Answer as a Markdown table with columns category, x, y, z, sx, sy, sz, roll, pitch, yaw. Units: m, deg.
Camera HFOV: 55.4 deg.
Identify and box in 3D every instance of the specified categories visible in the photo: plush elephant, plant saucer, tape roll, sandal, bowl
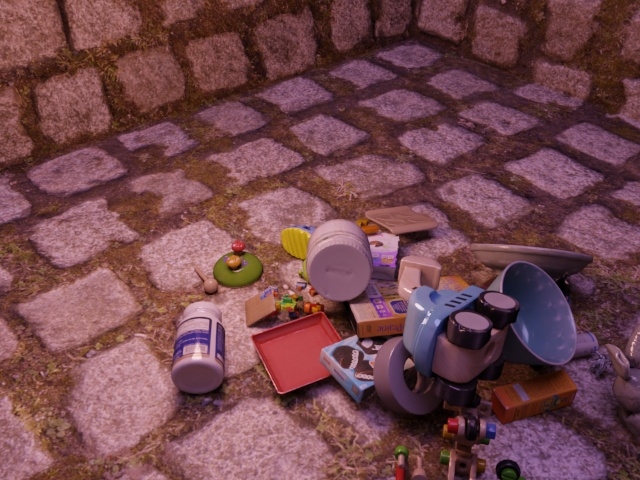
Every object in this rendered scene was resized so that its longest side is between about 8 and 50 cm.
| category | x | y | z | sx | sy | sz | roll | pitch | yaw |
| --- | --- | --- | --- | --- | --- | --- | --- | --- | --- |
| plush elephant | 0.905 | 0.376 | 1.669 | 0.330 | 0.272 | 0.255 | -16 | 15 | 29 |
| plant saucer | 0.706 | 0.083 | 2.071 | 0.400 | 0.101 | 0.400 | 6 | -3 | 0 |
| tape roll | 0.255 | 0.379 | 1.720 | 0.219 | 0.219 | 0.072 | -35 | 7 | -36 |
| sandal | 0.000 | 0.000 | 2.285 | 0.317 | 0.126 | 0.138 | 8 | 24 | 25 |
| bowl | 0.573 | 0.232 | 1.760 | 0.311 | 0.163 | 0.312 | 18 | 54 | -27 |
| plant saucer | -0.055 | 0.354 | 1.893 | 0.259 | 0.048 | 0.258 | -16 | 40 | -19 |

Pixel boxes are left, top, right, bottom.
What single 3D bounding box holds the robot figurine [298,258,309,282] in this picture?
| category | x | y | z | sx | sy | sz | roll | pitch | yaw |
| --- | --- | --- | --- | --- | --- | --- | --- | --- | --- |
| robot figurine | -0.030 | 0.107 | 2.194 | 0.101 | 0.067 | 0.115 | -4 | 38 | -2 |

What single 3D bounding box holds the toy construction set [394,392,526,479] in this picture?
| category | x | y | z | sx | sy | sz | roll | pitch | yaw |
| --- | --- | --- | --- | --- | --- | --- | --- | --- | --- |
| toy construction set | 0.337 | 0.521 | 1.576 | 0.308 | 0.257 | 0.237 | -18 | 16 | 15 |

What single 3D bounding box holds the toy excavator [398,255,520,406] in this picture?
| category | x | y | z | sx | sy | sz | roll | pitch | yaw |
| --- | --- | --- | --- | --- | --- | --- | --- | --- | --- |
| toy excavator | 0.321 | 0.190 | 1.689 | 0.445 | 0.222 | 0.433 | 25 | 31 | 35 |

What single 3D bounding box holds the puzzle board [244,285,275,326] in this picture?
| category | x | y | z | sx | sy | sz | roll | pitch | yaw |
| --- | --- | --- | --- | --- | --- | --- | --- | --- | --- |
| puzzle board | -0.201 | 0.220 | 2.022 | 0.128 | 0.011 | 0.096 | -31 | 49 | 27 |

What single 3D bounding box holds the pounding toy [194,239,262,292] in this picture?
| category | x | y | z | sx | sy | sz | roll | pitch | yaw |
| --- | --- | --- | --- | --- | --- | --- | --- | --- | --- |
| pounding toy | -0.329 | 0.080 | 2.204 | 0.237 | 0.110 | 0.183 | -17 | 40 | -20 |

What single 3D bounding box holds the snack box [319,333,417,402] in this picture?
| category | x | y | z | sx | sy | sz | roll | pitch | yaw |
| --- | --- | --- | --- | --- | --- | --- | --- | --- | --- |
| snack box | 0.179 | 0.351 | 1.826 | 0.322 | 0.060 | 0.187 | -15 | 41 | -36 |

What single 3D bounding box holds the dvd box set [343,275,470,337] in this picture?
| category | x | y | z | sx | sy | sz | roll | pitch | yaw |
| --- | --- | --- | --- | --- | --- | --- | --- | --- | --- |
| dvd box set | 0.297 | 0.207 | 1.978 | 0.420 | 0.062 | 0.307 | -5 | 17 | -7 |

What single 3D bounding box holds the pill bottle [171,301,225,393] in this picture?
| category | x | y | z | sx | sy | sz | roll | pitch | yaw |
| --- | --- | --- | --- | --- | --- | --- | --- | --- | --- |
| pill bottle | -0.368 | 0.320 | 1.861 | 0.153 | 0.153 | 0.265 | -4 | 38 | -3 |

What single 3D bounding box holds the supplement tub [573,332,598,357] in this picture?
| category | x | y | z | sx | sy | sz | roll | pitch | yaw |
| --- | --- | --- | --- | --- | --- | --- | --- | --- | --- |
| supplement tub | 0.793 | 0.325 | 1.883 | 0.107 | 0.071 | 0.071 | -6 | 38 | -6 |

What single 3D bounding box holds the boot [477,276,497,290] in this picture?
| category | x | y | z | sx | sy | sz | roll | pitch | yaw |
| --- | --- | --- | --- | --- | --- | --- | --- | --- | --- |
| boot | 0.672 | 0.172 | 2.067 | 0.248 | 0.090 | 0.207 | -29 | 46 | -28 |

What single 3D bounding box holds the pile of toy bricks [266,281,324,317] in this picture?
| category | x | y | z | sx | sy | sz | roll | pitch | yaw |
| --- | --- | --- | --- | --- | --- | --- | --- | --- | --- |
| pile of toy bricks | -0.099 | 0.208 | 2.013 | 0.212 | 0.118 | 0.105 | 3 | 19 | 12 |

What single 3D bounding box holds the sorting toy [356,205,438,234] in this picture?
| category | x | y | z | sx | sy | sz | roll | pitch | yaw |
| --- | --- | --- | --- | --- | --- | --- | --- | --- | --- |
| sorting toy | 0.273 | -0.069 | 2.383 | 0.307 | 0.041 | 0.229 | -8 | 24 | -22 |

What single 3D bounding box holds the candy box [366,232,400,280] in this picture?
| category | x | y | z | sx | sy | sz | roll | pitch | yaw |
| --- | --- | --- | --- | --- | --- | --- | --- | --- | --- |
| candy box | 0.205 | 0.053 | 2.253 | 0.164 | 0.070 | 0.196 | 6 | 39 | 10 |

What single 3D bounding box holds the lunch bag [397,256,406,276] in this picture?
| category | x | y | z | sx | sy | sz | roll | pitch | yaw |
| --- | --- | --- | --- | --- | --- | --- | --- | --- | --- |
| lunch bag | 0.321 | 0.109 | 2.176 | 0.098 | 0.065 | 0.067 | 24 | 40 | 4 |

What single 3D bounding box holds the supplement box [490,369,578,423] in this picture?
| category | x | y | z | sx | sy | sz | roll | pitch | yaw |
| --- | --- | --- | --- | --- | --- | --- | --- | --- | --- |
| supplement box | 0.606 | 0.443 | 1.732 | 0.233 | 0.078 | 0.080 | -13 | 39 | -14 |

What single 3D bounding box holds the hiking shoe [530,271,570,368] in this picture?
| category | x | y | z | sx | sy | sz | roll | pitch | yaw |
| --- | --- | --- | --- | --- | --- | --- | --- | --- | --- |
| hiking shoe | 0.692 | 0.243 | 1.882 | 0.113 | 0.132 | 0.304 | 18 | 65 | 9 |

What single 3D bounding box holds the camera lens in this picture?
| category | x | y | z | sx | sy | sz | roll | pitch | yaw |
| --- | --- | --- | --- | --- | --- | --- | --- | --- | --- |
| camera lens | 0.062 | 0.060 | 2.025 | 0.219 | 0.219 | 0.274 | -1 | 17 | 1 |
